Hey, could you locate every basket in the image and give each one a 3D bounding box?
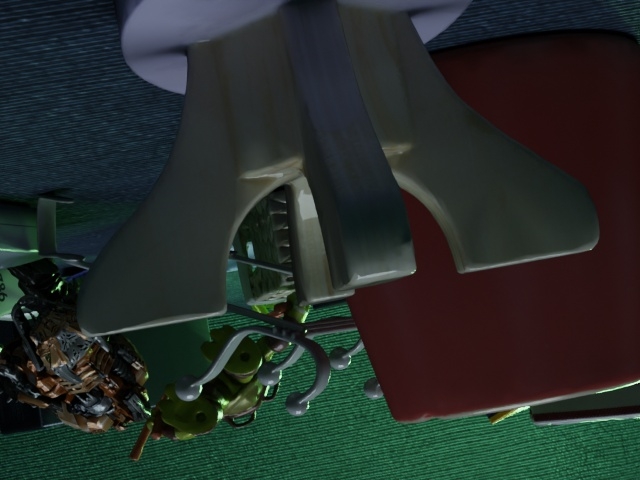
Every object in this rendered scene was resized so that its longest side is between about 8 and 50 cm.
[{"bbox_3d":[0.000,0.000,1.332,0.167,0.113,0.103,-8,172,-24],"label":"basket"}]

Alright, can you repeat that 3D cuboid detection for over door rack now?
[{"bbox_3d":[-0.066,0.060,1.085,0.324,0.108,0.239,26,-164,31],"label":"over door rack"}]

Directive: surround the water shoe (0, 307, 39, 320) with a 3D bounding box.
[{"bbox_3d":[-0.426,0.061,1.476,0.203,0.073,0.080,-9,150,-25],"label":"water shoe"}]

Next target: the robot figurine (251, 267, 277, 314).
[{"bbox_3d":[-0.051,0.051,1.542,0.101,0.067,0.115,-37,-179,-15],"label":"robot figurine"}]

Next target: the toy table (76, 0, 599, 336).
[{"bbox_3d":[-0.003,-0.052,0.590,0.252,0.161,0.274,-11,175,5],"label":"toy table"}]

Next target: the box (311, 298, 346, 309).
[{"bbox_3d":[0.092,0.026,1.772,0.153,0.108,0.207,-7,174,-37],"label":"box"}]

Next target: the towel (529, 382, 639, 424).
[{"bbox_3d":[0.359,0.057,1.483,0.237,0.329,0.037,-8,154,19],"label":"towel"}]

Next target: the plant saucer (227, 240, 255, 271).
[{"bbox_3d":[-0.101,0.003,1.527,0.317,0.044,0.317,-10,174,-1],"label":"plant saucer"}]

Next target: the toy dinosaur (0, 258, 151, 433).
[{"bbox_3d":[-0.249,0.128,1.205,0.164,0.218,0.322,-45,157,-35],"label":"toy dinosaur"}]

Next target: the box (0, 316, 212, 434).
[{"bbox_3d":[-0.379,0.195,2.066,0.293,0.212,0.395,-7,173,-24],"label":"box"}]

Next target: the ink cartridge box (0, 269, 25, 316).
[{"bbox_3d":[-0.437,0.078,1.258,0.165,0.065,0.332,-7,-170,34],"label":"ink cartridge box"}]

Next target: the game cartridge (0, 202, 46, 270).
[{"bbox_3d":[-0.396,0.017,1.080,0.294,0.060,0.196,-12,171,15],"label":"game cartridge"}]

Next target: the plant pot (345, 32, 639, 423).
[{"bbox_3d":[0.127,0.001,0.923,0.275,0.243,0.275,-11,175,-1],"label":"plant pot"}]

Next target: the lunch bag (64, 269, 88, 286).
[{"bbox_3d":[-0.276,0.075,1.703,0.151,0.096,0.129,-24,176,-18],"label":"lunch bag"}]

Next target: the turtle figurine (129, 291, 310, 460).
[{"bbox_3d":[-0.100,0.153,1.242,0.269,0.087,0.217,-39,173,1],"label":"turtle figurine"}]

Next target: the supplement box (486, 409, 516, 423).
[{"bbox_3d":[0.350,0.070,1.674,0.356,0.194,0.195,-37,165,19],"label":"supplement box"}]
